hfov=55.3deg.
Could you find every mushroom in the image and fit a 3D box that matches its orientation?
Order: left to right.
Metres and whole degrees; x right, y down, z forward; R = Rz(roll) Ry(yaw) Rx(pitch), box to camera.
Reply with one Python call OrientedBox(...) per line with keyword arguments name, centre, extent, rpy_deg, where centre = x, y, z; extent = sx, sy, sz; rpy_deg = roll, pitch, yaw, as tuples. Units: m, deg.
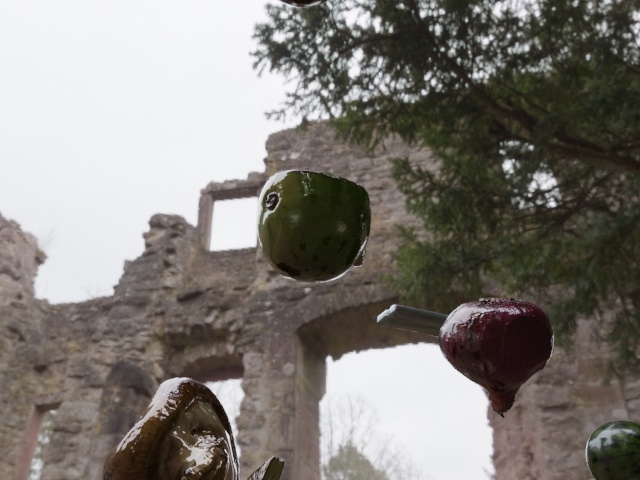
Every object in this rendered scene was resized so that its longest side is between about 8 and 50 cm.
OrientedBox(name="mushroom", centre=(-0.255, 0.445, 1.216), extent=(0.260, 0.345, 0.345), rpy_deg=(-16, -40, 21))

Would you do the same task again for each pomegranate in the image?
OrientedBox(name="pomegranate", centre=(-0.014, -0.003, 1.018), extent=(0.190, 0.159, 0.241), rpy_deg=(6, -17, 2))

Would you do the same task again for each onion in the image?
OrientedBox(name="onion", centre=(0.321, 0.210, 1.087), extent=(0.195, 0.217, 0.140), rpy_deg=(-2, -5, -14))

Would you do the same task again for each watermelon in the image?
OrientedBox(name="watermelon", centre=(0.410, 0.287, 0.812), extent=(0.109, 0.108, 0.109), rpy_deg=(0, -37, 0))

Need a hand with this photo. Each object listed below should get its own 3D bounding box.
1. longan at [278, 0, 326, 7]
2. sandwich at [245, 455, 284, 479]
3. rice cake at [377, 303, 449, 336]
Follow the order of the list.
OrientedBox(name="longan", centre=(-0.025, -0.316, 0.706), extent=(0.114, 0.092, 0.113), rpy_deg=(9, -4, 1))
OrientedBox(name="sandwich", centre=(-0.089, 0.380, 0.957), extent=(0.031, 0.044, 0.083), rpy_deg=(31, -66, -24))
OrientedBox(name="rice cake", centre=(0.257, 0.210, 1.615), extent=(0.222, 0.042, 0.080), rpy_deg=(16, -45, -32))
